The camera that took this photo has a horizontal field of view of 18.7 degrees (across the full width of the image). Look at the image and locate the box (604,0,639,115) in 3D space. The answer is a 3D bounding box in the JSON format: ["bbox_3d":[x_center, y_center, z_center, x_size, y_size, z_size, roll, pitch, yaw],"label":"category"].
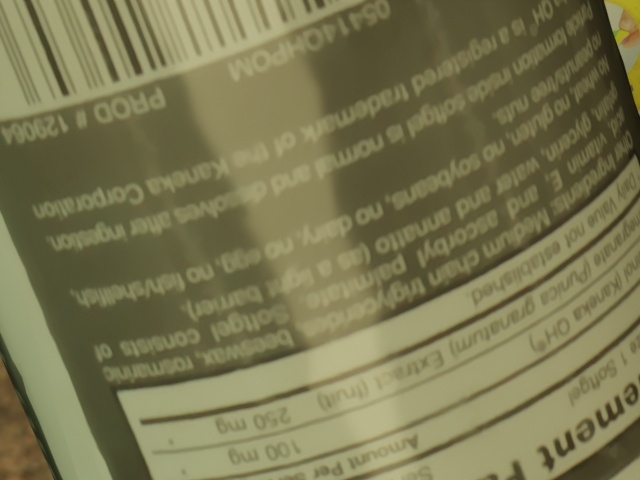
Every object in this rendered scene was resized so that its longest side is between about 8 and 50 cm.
[{"bbox_3d":[0.104,-0.087,0.564,0.105,0.043,0.179,-19,113,3],"label":"box"}]

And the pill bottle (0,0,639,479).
[{"bbox_3d":[0.000,0.000,0.503,0.176,0.176,0.319,-19,108,3],"label":"pill bottle"}]
